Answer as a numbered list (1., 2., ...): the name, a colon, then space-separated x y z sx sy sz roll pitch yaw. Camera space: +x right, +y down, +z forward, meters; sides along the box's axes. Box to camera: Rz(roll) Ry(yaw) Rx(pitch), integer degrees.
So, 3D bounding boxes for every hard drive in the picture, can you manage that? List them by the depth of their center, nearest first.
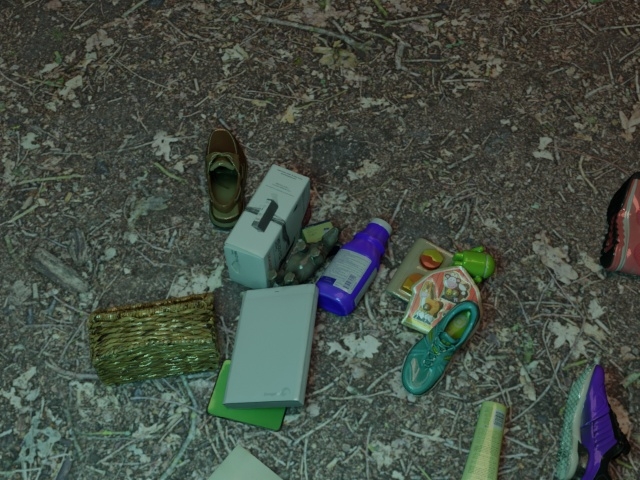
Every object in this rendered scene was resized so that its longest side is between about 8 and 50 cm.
1. hard drive: -0.118 0.256 1.940 0.203 0.040 0.307 -8 54 23

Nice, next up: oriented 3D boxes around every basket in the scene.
1. basket: -0.403 0.197 1.920 0.300 0.213 0.222 -7 59 -5

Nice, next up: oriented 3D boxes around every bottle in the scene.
1. bottle: 0.093 0.063 2.076 0.118 0.092 0.282 20 59 26

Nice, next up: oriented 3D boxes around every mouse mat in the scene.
1. mouse mat: -0.168 0.374 1.933 0.190 0.007 0.152 12 59 8

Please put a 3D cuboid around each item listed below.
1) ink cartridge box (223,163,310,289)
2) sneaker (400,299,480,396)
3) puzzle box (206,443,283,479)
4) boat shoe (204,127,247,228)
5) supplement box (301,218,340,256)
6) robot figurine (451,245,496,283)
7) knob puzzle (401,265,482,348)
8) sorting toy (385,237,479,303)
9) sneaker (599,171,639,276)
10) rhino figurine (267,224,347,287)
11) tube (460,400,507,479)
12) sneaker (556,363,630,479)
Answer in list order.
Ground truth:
1. ink cartridge box: -0.132 -0.027 2.071 0.114 0.197 0.272 22 61 13
2. sneaker: 0.287 0.253 1.927 0.107 0.110 0.275 35 87 11
3. puzzle box: -0.114 0.670 1.721 0.409 0.052 0.272 35 64 20
4. boat shoe: -0.263 -0.190 2.218 0.123 0.119 0.323 -7 58 -5
5. supplement box: 0.000 0.000 2.138 0.083 0.056 0.083 -17 60 -11
6. robot figurine: 0.400 0.062 2.061 0.115 0.067 0.101 8 65 -2
7. knob puzzle: 0.319 0.153 2.012 0.213 0.030 0.213 -2 81 10
8. sorting toy: 0.303 0.102 2.086 0.208 0.038 0.193 27 62 16
9. sneaker: 0.853 -0.037 2.152 0.136 0.116 0.313 20 66 0
10. rhino figurine: -0.023 0.039 2.040 0.243 0.106 0.073 -42 70 -5
11. tube: 0.378 0.493 1.836 0.070 0.062 0.240 -12 51 46
12. sneaker: 0.648 0.437 1.850 0.146 0.102 0.293 18 64 6
